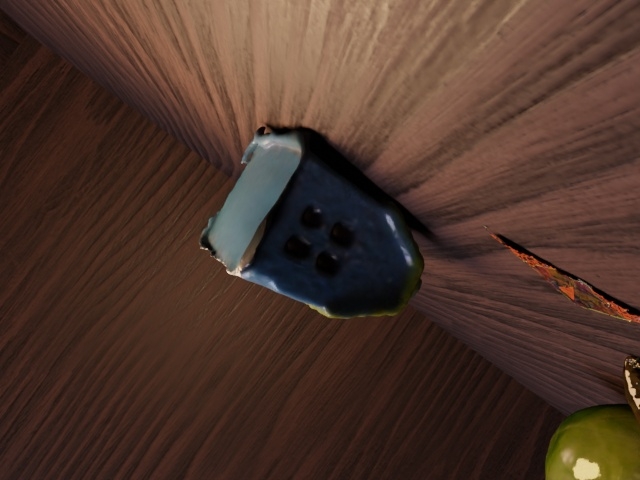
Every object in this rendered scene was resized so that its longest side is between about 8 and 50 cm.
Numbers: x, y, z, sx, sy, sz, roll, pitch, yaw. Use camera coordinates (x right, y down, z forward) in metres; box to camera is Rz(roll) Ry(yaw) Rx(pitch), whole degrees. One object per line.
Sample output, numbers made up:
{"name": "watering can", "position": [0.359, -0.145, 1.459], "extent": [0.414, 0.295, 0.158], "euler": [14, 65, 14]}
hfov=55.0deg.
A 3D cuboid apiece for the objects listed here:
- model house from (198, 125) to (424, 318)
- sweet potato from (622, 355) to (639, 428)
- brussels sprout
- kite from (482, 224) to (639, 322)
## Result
{"name": "model house", "position": [0.000, 0.000, 0.932], "extent": [0.303, 0.215, 0.237], "euler": [33, 176, -27]}
{"name": "sweet potato", "position": [0.517, 0.289, 0.679], "extent": [0.423, 0.130, 0.130], "euler": [37, 178, 42]}
{"name": "brussels sprout", "position": [0.529, 0.420, 1.004], "extent": [0.344, 0.268, 0.344], "euler": [36, 172, 6]}
{"name": "kite", "position": [0.283, 0.057, 0.682], "extent": [0.222, 0.008, 0.125], "euler": [33, 178, 29]}
